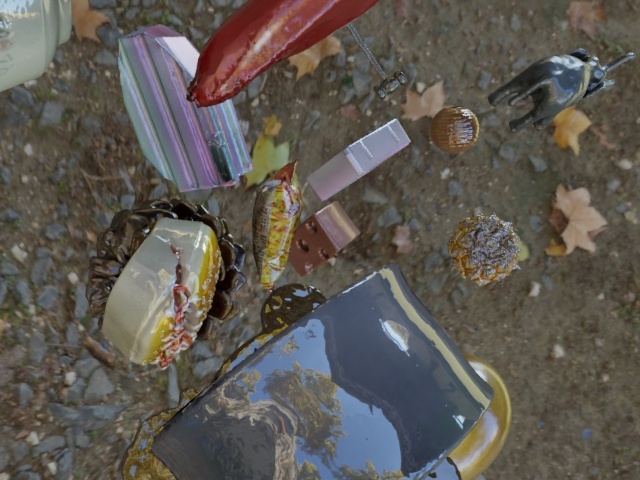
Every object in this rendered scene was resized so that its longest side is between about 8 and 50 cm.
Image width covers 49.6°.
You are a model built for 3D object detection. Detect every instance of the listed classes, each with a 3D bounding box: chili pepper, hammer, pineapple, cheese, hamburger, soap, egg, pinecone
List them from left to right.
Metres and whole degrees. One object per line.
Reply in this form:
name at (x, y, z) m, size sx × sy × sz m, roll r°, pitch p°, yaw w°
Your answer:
pinecone at (-0.389, 0.098, 1.684) m, size 0.398 × 0.398 × 0.397 m, roll 3°, pitch 77°, yaw -11°
hamburger at (-0.253, 0.089, 1.148) m, size 0.151 × 0.295 × 0.227 m, roll 25°, pitch 58°, yaw -4°
soap at (-0.277, -0.260, 1.369) m, size 0.193 × 0.109 × 0.324 m, roll -6°, pitch 116°, yaw 24°
cheese at (0.022, -0.017, 1.836) m, size 0.177 × 0.203 × 0.128 m, roll -35°, pitch 88°, yaw -38°
chili pepper at (0.022, -0.258, 0.652) m, size 0.387 × 0.110 × 0.110 m, roll -37°, pitch 86°, yaw 5°
hammer at (0.050, -0.385, 1.226) m, size 0.058 × 0.029 × 0.292 m, roll -34°, pitch 94°, yaw 9°
egg at (0.272, 0.398, 1.508) m, size 0.250 × 0.250 × 0.322 m, roll 33°, pitch 93°, yaw -3°
pineapple at (0.449, 0.018, 1.869) m, size 0.225 × 0.076 × 0.224 m, roll 1°, pitch 79°, yaw -3°

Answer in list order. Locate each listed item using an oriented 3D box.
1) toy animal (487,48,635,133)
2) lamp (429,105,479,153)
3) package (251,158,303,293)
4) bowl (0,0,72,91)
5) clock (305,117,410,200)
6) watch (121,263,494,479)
toy animal at (0.370, -0.234, 1.067) m, size 0.269 × 0.137 × 0.082 m, roll -21°, pitch 82°, yaw -40°
lamp at (0.368, -0.303, 1.896) m, size 0.136 × 0.136 × 0.136 m, roll 3°, pitch 77°, yaw -11°
package at (-0.103, -0.041, 1.567) m, size 0.108 × 0.223 × 0.288 m, roll 12°, pitch 108°, yaw -2°
bowl at (-0.348, -0.271, 0.746) m, size 0.126 × 0.238 × 0.237 m, roll -14°, pitch 80°, yaw -29°
clock at (0.081, -0.169, 1.444) m, size 0.197 × 0.150 × 0.063 m, roll -36°, pitch 92°, yaw -43°
watch at (-0.017, 0.189, 0.652) m, size 0.335 × 0.327 × 0.314 m, roll -34°, pitch 77°, yaw -15°
